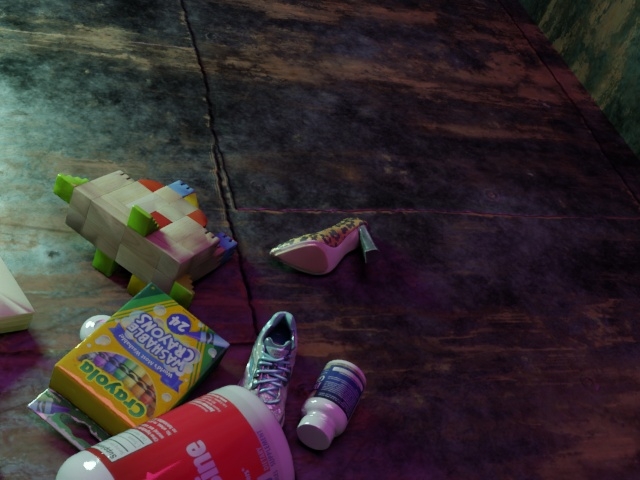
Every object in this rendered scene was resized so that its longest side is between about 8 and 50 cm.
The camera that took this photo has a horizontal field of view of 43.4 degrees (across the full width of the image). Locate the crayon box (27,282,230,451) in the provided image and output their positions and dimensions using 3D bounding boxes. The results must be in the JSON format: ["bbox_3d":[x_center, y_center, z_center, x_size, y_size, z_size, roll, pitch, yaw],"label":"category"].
[{"bbox_3d":[-0.342,0.244,1.479,0.203,0.083,0.323,37,44,6],"label":"crayon box"}]

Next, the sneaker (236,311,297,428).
[{"bbox_3d":[-0.104,0.253,1.553,0.110,0.122,0.283,15,42,-6],"label":"sneaker"}]

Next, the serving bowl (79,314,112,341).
[{"bbox_3d":[-0.428,0.177,1.574,0.083,0.027,0.083,11,43,-11],"label":"serving bowl"}]

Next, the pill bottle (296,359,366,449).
[{"bbox_3d":[0.018,0.319,1.554,0.094,0.094,0.169,27,41,7],"label":"pill bottle"}]

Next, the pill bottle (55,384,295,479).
[{"bbox_3d":[-0.260,0.402,1.253,0.407,0.229,0.229,-20,56,-36],"label":"pill bottle"}]

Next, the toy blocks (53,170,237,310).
[{"bbox_3d":[-0.350,-0.037,1.747,0.381,0.191,0.261,34,31,13],"label":"toy blocks"}]

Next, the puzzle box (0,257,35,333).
[{"bbox_3d":[-0.760,0.077,1.441,0.409,0.052,0.272,-4,45,-50],"label":"puzzle box"}]

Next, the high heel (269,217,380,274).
[{"bbox_3d":[0.000,0.000,1.915,0.261,0.093,0.186,-1,27,-11],"label":"high heel"}]
